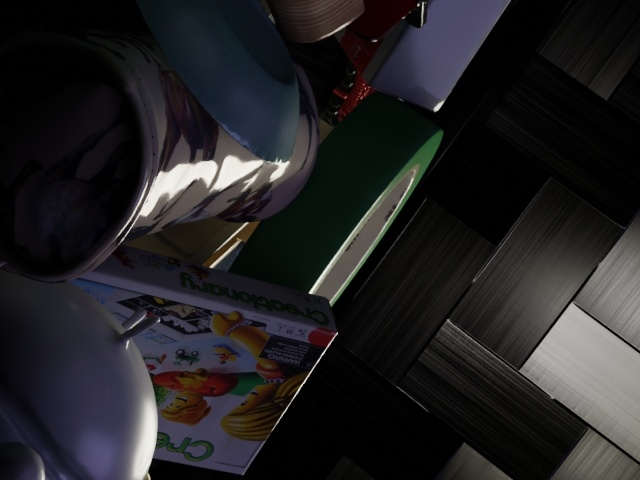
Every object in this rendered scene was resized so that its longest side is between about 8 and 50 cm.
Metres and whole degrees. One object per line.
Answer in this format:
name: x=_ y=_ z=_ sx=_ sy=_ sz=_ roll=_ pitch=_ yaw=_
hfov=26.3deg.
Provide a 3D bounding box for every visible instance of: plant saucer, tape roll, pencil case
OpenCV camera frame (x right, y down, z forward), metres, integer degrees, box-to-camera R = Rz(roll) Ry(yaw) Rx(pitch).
plant saucer: x=-0.064 y=-0.146 z=0.981 sx=0.037 sy=0.195 sz=0.195 roll=-31 pitch=177 yaw=18
tape roll: x=0.000 y=0.000 z=1.371 sx=0.321 sy=0.077 sz=0.321 roll=-54 pitch=174 yaw=-9
pencil case: x=-0.128 y=-0.073 z=1.048 sx=0.184 sy=0.160 sz=0.410 roll=-32 pitch=177 yaw=18

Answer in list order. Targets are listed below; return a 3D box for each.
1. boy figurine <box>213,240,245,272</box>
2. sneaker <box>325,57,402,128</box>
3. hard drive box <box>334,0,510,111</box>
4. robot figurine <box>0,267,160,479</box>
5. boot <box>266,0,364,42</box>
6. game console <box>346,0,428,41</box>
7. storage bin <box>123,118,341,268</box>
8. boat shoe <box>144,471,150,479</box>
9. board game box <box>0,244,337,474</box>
boy figurine: x=-0.074 y=-0.004 z=1.688 sx=0.285 sy=0.092 sz=0.177 roll=-41 pitch=-169 yaw=-34
sneaker: x=0.088 y=-0.235 z=1.720 sx=0.125 sy=0.104 sz=0.262 roll=-58 pitch=-176 yaw=-39
hard drive box: x=0.110 y=-0.275 z=1.346 sx=0.089 sy=0.181 sz=0.232 roll=16 pitch=118 yaw=-32
robot figurine: x=-0.263 y=0.155 z=0.972 sx=0.353 sy=0.199 sz=0.300 roll=-36 pitch=-161 yaw=-10
boot: x=0.042 y=-0.314 z=1.079 sx=0.283 sy=0.109 sz=0.220 roll=-39 pitch=146 yaw=-19
game console: x=0.016 y=-0.225 z=1.216 sx=0.085 sy=0.144 sz=0.124 roll=-51 pitch=170 yaw=-7
storage bin: x=-0.124 y=-0.003 z=1.411 sx=0.262 sy=0.123 sz=0.260 roll=-45 pitch=167 yaw=-39
boat shoe: x=-0.260 y=0.270 z=1.794 sx=0.089 sy=0.104 sz=0.285 roll=-44 pitch=167 yaw=-28
board game box: x=-0.164 y=0.097 z=1.178 sx=0.193 sy=0.305 sz=0.053 roll=-59 pitch=-151 yaw=31
